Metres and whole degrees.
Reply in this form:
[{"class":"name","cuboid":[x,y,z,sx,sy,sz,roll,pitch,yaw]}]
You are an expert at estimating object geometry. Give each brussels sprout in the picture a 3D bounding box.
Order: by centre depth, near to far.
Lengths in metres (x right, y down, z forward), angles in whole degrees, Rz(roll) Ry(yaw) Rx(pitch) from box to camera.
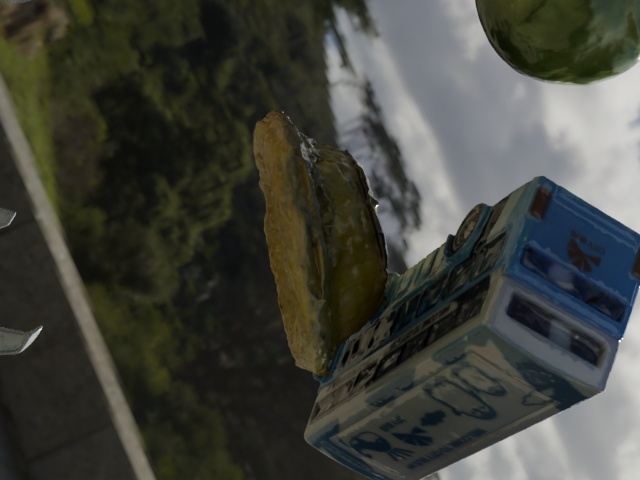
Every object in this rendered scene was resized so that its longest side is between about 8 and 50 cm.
[{"class":"brussels sprout","cuboid":[0.149,-0.162,0.823,0.117,0.155,0.155,19,25,-30]}]

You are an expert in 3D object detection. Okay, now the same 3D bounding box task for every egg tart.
[{"class":"egg tart","cuboid":[0.000,0.000,1.015,0.191,0.074,0.191,169,-90,-82]}]

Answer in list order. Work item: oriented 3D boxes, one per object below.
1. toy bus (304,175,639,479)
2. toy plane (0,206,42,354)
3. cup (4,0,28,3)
[{"class":"toy bus","cuboid":[0.096,0.070,0.993,0.106,0.131,0.297,30,-31,-11]},{"class":"toy plane","cuboid":[-0.359,0.043,1.196,0.251,0.255,0.101,38,15,12]},{"class":"cup","cuboid":[-0.071,-0.236,0.665,0.167,0.300,0.173,33,-16,-19]}]
